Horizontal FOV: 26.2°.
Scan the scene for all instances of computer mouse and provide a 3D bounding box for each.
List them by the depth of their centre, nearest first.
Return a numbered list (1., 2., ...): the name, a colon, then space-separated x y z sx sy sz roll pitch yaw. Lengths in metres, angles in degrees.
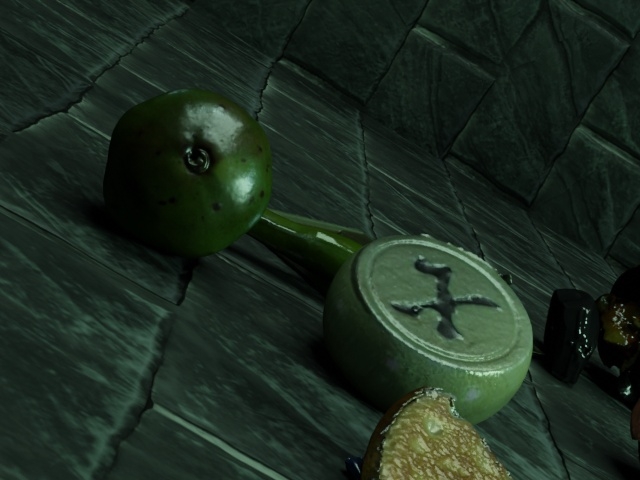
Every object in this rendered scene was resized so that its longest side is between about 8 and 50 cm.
1. computer mouse: 0.381 0.138 2.061 0.073 0.122 0.217 9 11 5

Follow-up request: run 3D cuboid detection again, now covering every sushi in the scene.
1. sushi: 0.525 0.138 2.125 0.212 0.215 0.227 41 16 6

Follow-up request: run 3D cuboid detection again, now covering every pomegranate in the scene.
1. pomegranate: -0.149 -0.068 1.485 0.187 0.187 0.225 29 -16 -12

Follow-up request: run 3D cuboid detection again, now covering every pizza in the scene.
1. pizza: 0.122 0.221 1.170 0.195 0.052 0.185 38 38 1

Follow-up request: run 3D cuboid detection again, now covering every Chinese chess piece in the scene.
1. Chinese chess piece: 0.114 0.091 1.460 0.238 0.092 0.237 16 36 -12

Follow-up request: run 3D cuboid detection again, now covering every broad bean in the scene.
1. broad bean: -0.007 0.002 1.636 0.318 0.056 0.098 32 -29 -27

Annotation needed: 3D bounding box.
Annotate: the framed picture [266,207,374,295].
1. framed picture: 0.045 0.035 1.858 0.247 0.022 0.335 38 14 31

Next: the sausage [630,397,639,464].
1. sausage: 0.479 0.281 1.656 0.152 0.152 0.279 26 14 -27

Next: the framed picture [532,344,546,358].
1. framed picture: 0.215 0.099 2.052 0.231 0.010 0.173 41 15 36

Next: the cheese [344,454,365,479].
1. cheese: 0.081 0.204 1.223 0.145 0.038 0.095 0 39 -45
